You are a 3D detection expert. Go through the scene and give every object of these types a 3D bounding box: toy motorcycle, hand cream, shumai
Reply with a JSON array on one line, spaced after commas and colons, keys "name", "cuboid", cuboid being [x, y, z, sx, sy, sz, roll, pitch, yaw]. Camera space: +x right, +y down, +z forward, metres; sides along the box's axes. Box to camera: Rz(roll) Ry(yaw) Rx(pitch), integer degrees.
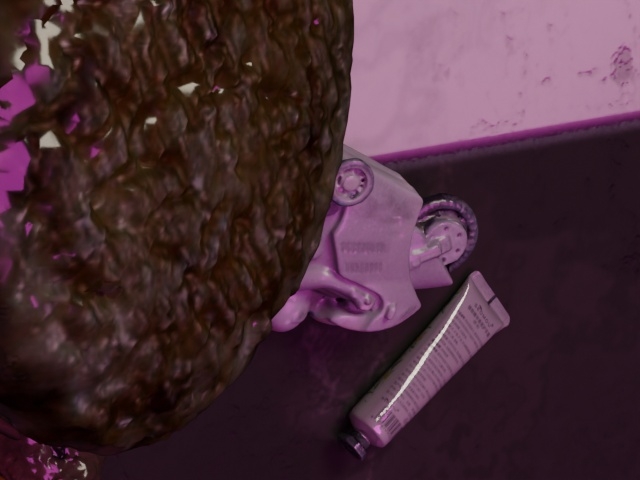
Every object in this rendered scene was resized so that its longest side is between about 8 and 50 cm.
[{"name": "toy motorcycle", "cuboid": [0.000, 0.000, 1.341, 0.260, 0.110, 0.171, 23, 104, -29]}, {"name": "hand cream", "cuboid": [0.089, 0.113, 1.466, 0.194, 0.042, 0.067, -45, 114, -18]}, {"name": "shumai", "cuboid": [-0.189, -0.098, 1.057, 0.395, 0.348, 0.395, -34, 133, -47]}]

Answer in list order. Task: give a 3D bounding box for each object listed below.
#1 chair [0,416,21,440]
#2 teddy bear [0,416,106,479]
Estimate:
[{"name": "chair", "cuboid": [-0.366, 0.109, 1.104, 0.272, 0.188, 0.166, 34, 85, -37]}, {"name": "teddy bear", "cuboid": [-0.229, 0.200, 1.254, 0.190, 0.140, 0.177, -58, 151, -13]}]
